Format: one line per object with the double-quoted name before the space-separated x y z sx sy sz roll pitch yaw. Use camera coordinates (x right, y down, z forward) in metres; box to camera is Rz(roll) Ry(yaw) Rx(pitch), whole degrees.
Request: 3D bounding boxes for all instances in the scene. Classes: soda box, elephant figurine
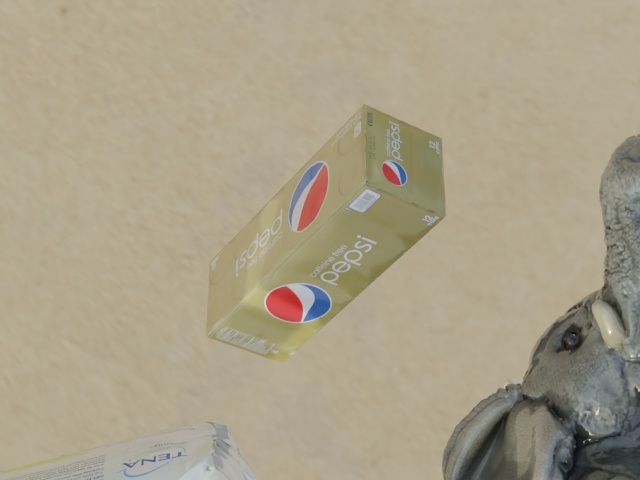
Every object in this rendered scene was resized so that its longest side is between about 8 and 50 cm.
"soda box" 0.000 0.000 1.112 0.058 0.061 0.181 22 137 -26
"elephant figurine" 0.148 0.107 0.911 0.186 0.239 0.169 -28 141 13

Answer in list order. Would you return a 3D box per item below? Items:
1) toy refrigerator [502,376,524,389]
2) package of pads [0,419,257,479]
"toy refrigerator" 0.160 0.234 1.388 0.094 0.102 0.269 0 127 -22
"package of pads" -0.110 0.250 0.880 0.229 0.101 0.296 -15 98 1
